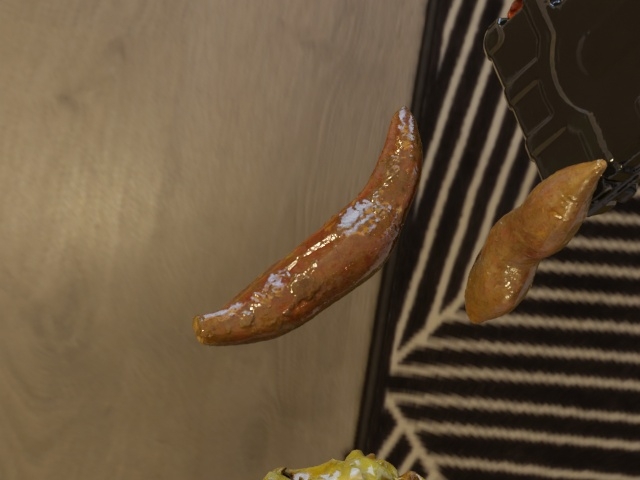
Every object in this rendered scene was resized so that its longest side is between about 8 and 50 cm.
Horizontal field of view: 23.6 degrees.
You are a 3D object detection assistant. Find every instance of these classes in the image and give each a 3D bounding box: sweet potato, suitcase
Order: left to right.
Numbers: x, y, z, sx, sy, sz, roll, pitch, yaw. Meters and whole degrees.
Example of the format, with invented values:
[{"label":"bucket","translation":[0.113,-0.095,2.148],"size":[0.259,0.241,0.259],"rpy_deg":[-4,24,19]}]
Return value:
[{"label":"sweet potato","translation":[0.010,0.005,1.194],"size":[0.078,0.058,0.255],"rpy_deg":[42,75,9]},{"label":"sweet potato","translation":[0.176,-0.004,1.288],"size":[0.051,0.218,0.065],"rpy_deg":[0,51,-29]},{"label":"suitcase","translation":[0.264,-0.168,1.273],"size":[0.066,0.285,0.206],"rpy_deg":[-1,61,-37]}]

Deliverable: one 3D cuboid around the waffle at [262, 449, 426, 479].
[{"label":"waffle","translation":[-0.033,0.277,1.080],"size":[0.261,0.324,0.151],"rpy_deg":[-10,60,-34]}]
